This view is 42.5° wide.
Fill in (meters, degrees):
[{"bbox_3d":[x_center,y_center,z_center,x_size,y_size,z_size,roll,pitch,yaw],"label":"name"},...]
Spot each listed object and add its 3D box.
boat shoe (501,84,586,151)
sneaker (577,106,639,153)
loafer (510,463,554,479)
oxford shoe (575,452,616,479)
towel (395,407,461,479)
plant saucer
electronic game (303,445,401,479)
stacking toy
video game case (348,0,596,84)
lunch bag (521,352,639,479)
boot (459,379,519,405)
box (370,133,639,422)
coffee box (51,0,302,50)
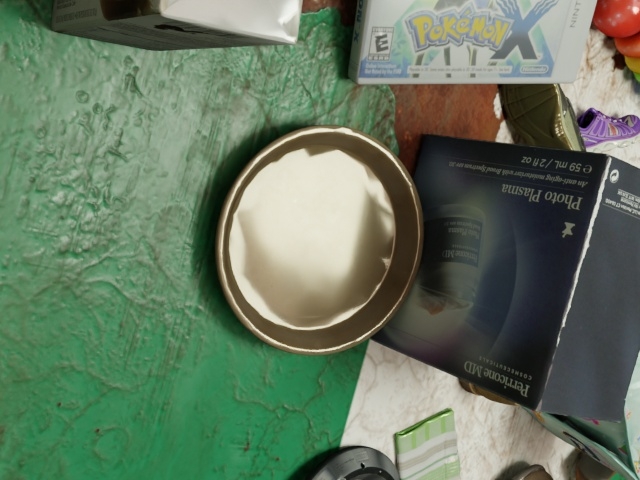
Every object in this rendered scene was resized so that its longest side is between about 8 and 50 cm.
[{"bbox_3d":[0.326,-0.176,1.189,0.224,0.080,0.073,63,34,-14],"label":"boat shoe"},{"bbox_3d":[0.437,-0.174,1.269,0.170,0.068,0.071,-18,104,-31],"label":"sneaker"},{"bbox_3d":[0.381,0.529,1.337,0.133,0.130,0.366,-27,114,-28],"label":"loafer"},{"bbox_3d":[0.513,0.367,1.448,0.212,0.076,0.076,-29,145,-30],"label":"oxford shoe"},{"bbox_3d":[0.162,0.334,1.207,0.113,0.023,0.152,-18,110,-32],"label":"towel"},{"bbox_3d":[0.000,0.000,0.991,0.277,0.041,0.278,-5,101,-26],"label":"plant saucer"},{"bbox_3d":[0.032,0.390,1.110,0.229,0.048,0.229,-10,105,-42],"label":"electronic game"},{"bbox_3d":[0.539,-0.289,1.280,0.330,0.141,0.141,33,80,-32],"label":"stacking toy"},{"bbox_3d":[0.206,-0.336,0.992,0.329,0.036,0.300,-4,120,-21],"label":"video game case"},{"bbox_3d":[0.423,0.233,1.247,0.160,0.223,0.262,-19,112,-25],"label":"lunch bag"},{"bbox_3d":[0.297,0.090,1.196,0.112,0.115,0.305,10,93,-34],"label":"boot"},{"bbox_3d":[0.248,0.037,1.035,0.182,0.296,0.294,13,92,-37],"label":"box"},{"bbox_3d":[-0.129,-0.257,0.704,0.118,0.297,0.168,4,98,-33],"label":"coffee box"}]
